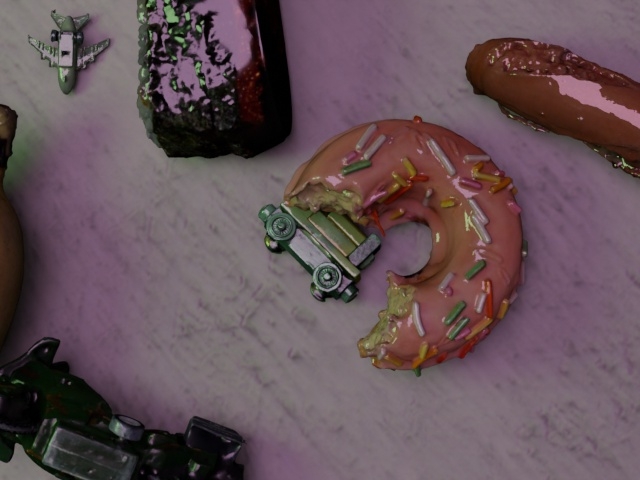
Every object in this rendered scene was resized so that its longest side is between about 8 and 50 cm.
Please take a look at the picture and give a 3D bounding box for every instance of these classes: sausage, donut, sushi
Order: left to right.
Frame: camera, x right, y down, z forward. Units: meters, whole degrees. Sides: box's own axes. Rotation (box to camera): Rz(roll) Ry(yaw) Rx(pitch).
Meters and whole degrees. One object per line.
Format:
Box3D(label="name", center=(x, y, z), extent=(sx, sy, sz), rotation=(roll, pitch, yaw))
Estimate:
Box3D(label="sushi", center=(-0.104, -0.186, 1.366), extent=(0.126, 0.136, 0.225), rotation=(-8, 89, 11))
Box3D(label="donut", center=(0.092, -0.008, 1.314), extent=(0.199, 0.085, 0.233), rotation=(-27, 85, -13))
Box3D(label="sausage", center=(0.277, -0.101, 1.315), extent=(0.326, 0.087, 0.079), rotation=(28, 76, 11))

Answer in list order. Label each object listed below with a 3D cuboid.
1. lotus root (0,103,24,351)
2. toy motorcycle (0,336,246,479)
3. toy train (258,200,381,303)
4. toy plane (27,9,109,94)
Box3D(label="lotus root", center=(-0.354, 0.018, 1.360), extent=(0.182, 0.183, 0.310), rotation=(16, 81, 11))
Box3D(label="toy motorcycle", center=(-0.198, 0.180, 1.332), extent=(0.274, 0.187, 0.125), rotation=(24, 94, -7))
Box3D(label="toy train", center=(0.000, 0.000, 1.371), extent=(0.122, 0.050, 0.081), rotation=(44, 79, 9))
Box3D(label="toy plane", center=(-0.248, -0.185, 1.440), extent=(0.080, 0.033, 0.083), rotation=(2, 84, -5))
